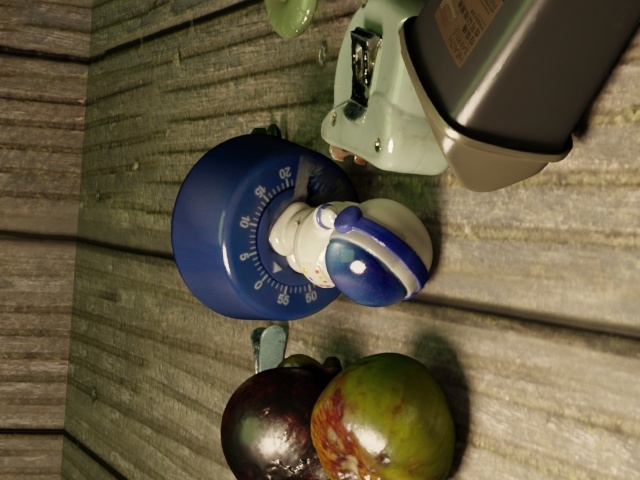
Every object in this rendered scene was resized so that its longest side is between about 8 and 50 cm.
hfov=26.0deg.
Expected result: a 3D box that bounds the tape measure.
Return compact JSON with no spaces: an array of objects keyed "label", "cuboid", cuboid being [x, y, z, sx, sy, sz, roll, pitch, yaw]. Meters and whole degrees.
[{"label":"tape measure","cuboid":[0.091,-0.199,1.775,0.243,0.125,0.246,-147,63,-65]}]

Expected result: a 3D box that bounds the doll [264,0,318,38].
[{"label":"doll","cuboid":[-0.044,-0.461,2.037,0.284,0.216,0.268,-53,45,50]}]

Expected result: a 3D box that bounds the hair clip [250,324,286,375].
[{"label":"hair clip","cuboid":[-0.078,0.276,2.239,0.083,0.048,0.275,166,101,-65]}]

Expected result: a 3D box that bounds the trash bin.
[{"label":"trash bin","cuboid":[0.203,-0.210,1.436,0.290,0.182,0.209,-59,33,38]}]

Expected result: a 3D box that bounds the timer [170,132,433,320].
[{"label":"timer","cuboid":[0.000,0.000,1.857,0.383,0.270,0.270,11,97,55]}]

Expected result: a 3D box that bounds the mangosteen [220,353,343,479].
[{"label":"mangosteen","cuboid":[-0.025,0.250,1.924,0.211,0.211,0.250,-62,3,46]}]

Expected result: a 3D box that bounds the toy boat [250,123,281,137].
[{"label":"toy boat","cuboid":[-0.086,-0.090,2.291,0.104,0.052,0.210,142,129,-59]}]

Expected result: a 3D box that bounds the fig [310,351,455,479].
[{"label":"fig","cuboid":[0.080,0.226,1.688,0.181,0.181,0.191,122,169,-49]}]
